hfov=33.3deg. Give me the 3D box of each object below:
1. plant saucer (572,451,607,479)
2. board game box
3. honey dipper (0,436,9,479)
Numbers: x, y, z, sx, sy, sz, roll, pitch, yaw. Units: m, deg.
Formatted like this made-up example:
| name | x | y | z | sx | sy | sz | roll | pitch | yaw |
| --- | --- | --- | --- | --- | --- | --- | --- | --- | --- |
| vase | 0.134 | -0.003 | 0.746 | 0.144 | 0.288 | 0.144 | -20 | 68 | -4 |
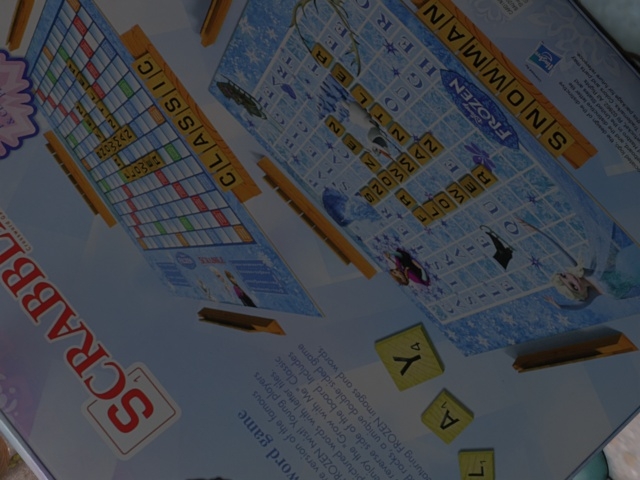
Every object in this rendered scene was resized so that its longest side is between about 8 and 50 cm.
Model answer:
| name | x | y | z | sx | sy | sz | roll | pitch | yaw |
| --- | --- | --- | --- | --- | --- | --- | --- | --- | --- |
| plant saucer | 0.161 | 0.146 | 0.803 | 0.119 | 0.021 | 0.119 | 44 | 158 | 23 |
| board game box | -0.006 | -0.013 | 0.471 | 0.318 | 0.318 | 0.066 | 50 | 160 | 7 |
| honey dipper | -0.147 | 0.073 | 0.416 | 0.030 | 0.030 | 0.160 | 48 | 161 | 11 |
